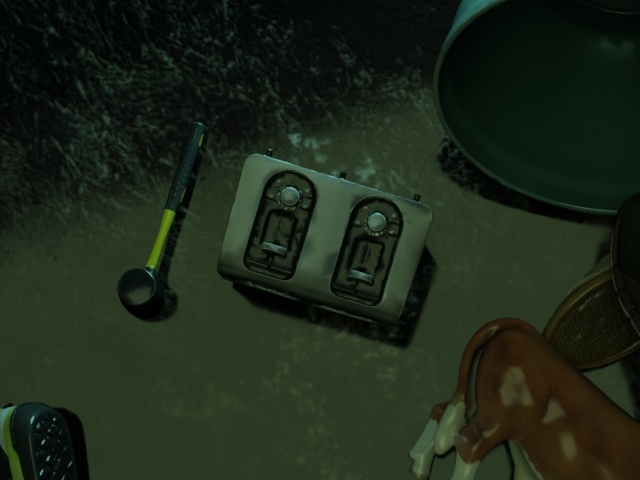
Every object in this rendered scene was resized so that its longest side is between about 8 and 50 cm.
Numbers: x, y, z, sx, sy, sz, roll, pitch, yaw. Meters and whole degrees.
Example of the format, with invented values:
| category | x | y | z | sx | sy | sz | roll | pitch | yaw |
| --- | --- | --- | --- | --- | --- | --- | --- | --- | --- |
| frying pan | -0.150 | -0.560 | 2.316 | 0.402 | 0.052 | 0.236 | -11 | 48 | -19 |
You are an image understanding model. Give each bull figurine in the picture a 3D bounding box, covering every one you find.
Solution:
| category | x | y | z | sx | sy | sz | roll | pitch | yaw |
| --- | --- | --- | --- | --- | --- | --- | --- | --- | --- |
| bull figurine | 0.228 | 0.208 | 1.401 | 0.310 | 0.101 | 0.188 | 41 | 86 | 9 |

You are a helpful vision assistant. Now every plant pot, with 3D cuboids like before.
| category | x | y | z | sx | sy | sz | roll | pitch | yaw |
| --- | --- | --- | --- | --- | --- | --- | --- | --- | --- |
| plant pot | 0.254 | -0.186 | 1.391 | 0.293 | 0.293 | 0.196 | 9 | 56 | 6 |

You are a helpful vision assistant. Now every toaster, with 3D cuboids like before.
| category | x | y | z | sx | sy | sz | roll | pitch | yaw |
| --- | --- | --- | --- | --- | --- | --- | --- | --- | --- |
| toaster | 0.000 | 0.000 | 1.424 | 0.168 | 0.186 | 0.110 | 18 | 85 | -1 |

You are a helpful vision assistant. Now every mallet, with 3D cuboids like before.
| category | x | y | z | sx | sy | sz | roll | pitch | yaw |
| --- | --- | --- | --- | --- | --- | --- | --- | --- | --- |
| mallet | -0.140 | -0.016 | 1.506 | 0.039 | 0.062 | 0.190 | 16 | 68 | 6 |

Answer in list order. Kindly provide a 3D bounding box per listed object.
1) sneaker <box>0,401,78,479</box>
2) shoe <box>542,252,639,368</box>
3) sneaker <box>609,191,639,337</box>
| category | x | y | z | sx | sy | sz | roll | pitch | yaw |
| --- | --- | --- | --- | --- | --- | --- | --- | --- | --- |
| sneaker | -0.266 | 0.257 | 1.461 | 0.097 | 0.084 | 0.235 | -11 | 78 | 27 |
| shoe | 0.288 | 0.037 | 1.451 | 0.219 | 0.058 | 0.077 | -36 | 100 | 2 |
| sneaker | 0.319 | 0.065 | 1.306 | 0.106 | 0.162 | 0.281 | -12 | 70 | -8 |
